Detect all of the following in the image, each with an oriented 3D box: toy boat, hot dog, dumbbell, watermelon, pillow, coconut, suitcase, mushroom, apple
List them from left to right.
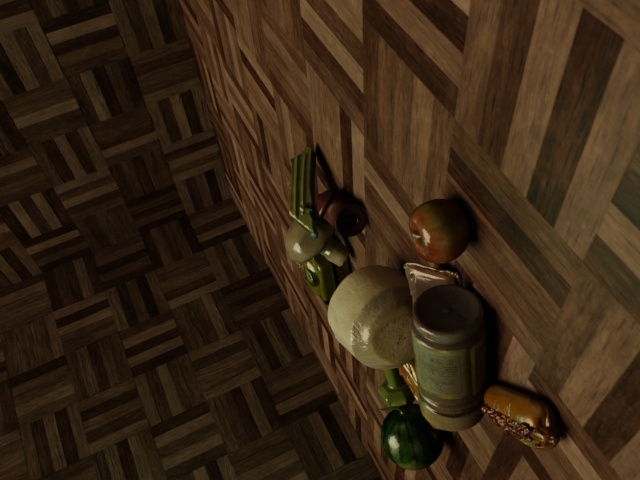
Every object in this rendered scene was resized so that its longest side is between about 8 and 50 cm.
[{"bbox_3d":[-0.052,-0.144,1.967,0.111,0.084,0.276,60,-152,-77],"label":"toy boat"},{"bbox_3d":[-0.005,-0.017,2.089,0.206,0.209,0.206,-172,90,-72],"label":"mushroom"},{"bbox_3d":[0.008,0.094,2.252,0.235,0.143,0.194,80,162,-45],"label":"suitcase"},{"bbox_3d":[0.146,0.187,1.637,0.266,0.237,0.237,38,149,57],"label":"coconut"},{"bbox_3d":[0.212,0.379,1.986,0.108,0.121,0.302,-76,-26,-61],"label":"dumbbell"},{"bbox_3d":[0.265,0.560,1.901,0.188,0.188,0.214,-145,36,-68],"label":"watermelon"},{"bbox_3d":[0.289,0.403,1.793,0.269,0.072,0.109,62,165,14],"label":"hot dog"},{"bbox_3d":[0.252,0.137,1.436,0.135,0.034,0.211,11,132,31],"label":"pillow"},{"bbox_3d":[0.225,-0.018,1.225,0.126,0.102,0.126,162,90,-80],"label":"apple"},{"bbox_3d":[0.381,0.342,1.272,0.249,0.076,0.102,-175,66,-77],"label":"hot dog"}]

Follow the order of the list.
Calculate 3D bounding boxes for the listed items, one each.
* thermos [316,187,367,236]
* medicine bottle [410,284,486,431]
[{"bbox_3d":[0.051,-0.087,1.877,0.124,0.099,0.232,33,-176,-25],"label":"thermos"},{"bbox_3d":[0.275,0.252,1.382,0.151,0.151,0.322,53,162,47],"label":"medicine bottle"}]
